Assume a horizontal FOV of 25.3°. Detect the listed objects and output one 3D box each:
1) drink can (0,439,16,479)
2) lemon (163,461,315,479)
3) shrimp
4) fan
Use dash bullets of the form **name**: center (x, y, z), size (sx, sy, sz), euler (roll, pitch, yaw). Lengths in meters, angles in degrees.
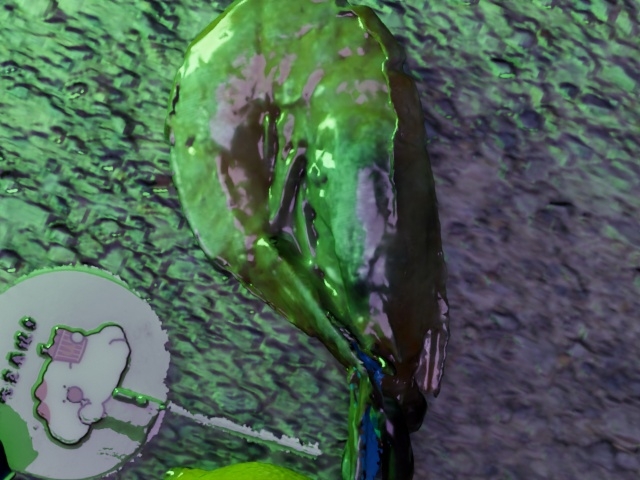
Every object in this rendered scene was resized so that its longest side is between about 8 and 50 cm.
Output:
- **drink can**: center (-0.354, 0.157, 1.173), size (0.118, 0.118, 0.205), euler (-44, 92, -2)
- **lemon**: center (-0.042, 0.280, 1.148), size (0.256, 0.188, 0.188), euler (43, 88, 15)
- **shrimp**: center (0.000, 0.000, 1.200), size (0.221, 0.110, 0.446), euler (-14, 87, 3)
- **fan**: center (-0.155, 0.137, 1.234), size (0.329, 0.009, 0.191), euler (19, 88, -2)
